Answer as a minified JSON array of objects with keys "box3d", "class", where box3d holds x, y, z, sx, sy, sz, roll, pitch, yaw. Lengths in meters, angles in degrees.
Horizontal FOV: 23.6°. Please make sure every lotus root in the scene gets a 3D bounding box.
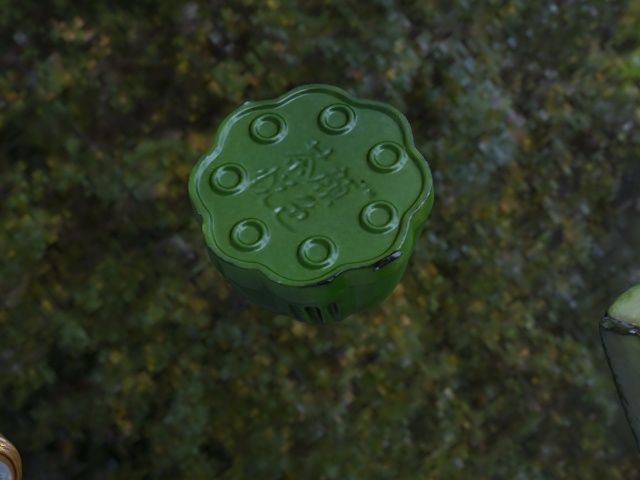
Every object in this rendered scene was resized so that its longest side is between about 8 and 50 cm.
[{"box3d":[0.000,0.000,1.181,0.186,0.186,0.186,52,5,-7],"class":"lotus root"}]

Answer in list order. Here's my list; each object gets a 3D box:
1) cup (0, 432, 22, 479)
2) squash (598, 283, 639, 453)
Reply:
[{"box3d":[-0.432,0.216,1.599,0.264,0.182,0.226,31,-33,35],"class":"cup"},{"box3d":[0.288,0.125,0.956,0.169,0.093,0.252,18,-33,40],"class":"squash"}]
